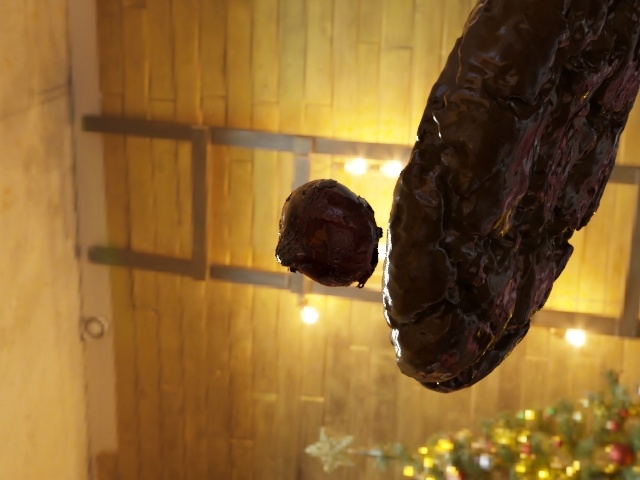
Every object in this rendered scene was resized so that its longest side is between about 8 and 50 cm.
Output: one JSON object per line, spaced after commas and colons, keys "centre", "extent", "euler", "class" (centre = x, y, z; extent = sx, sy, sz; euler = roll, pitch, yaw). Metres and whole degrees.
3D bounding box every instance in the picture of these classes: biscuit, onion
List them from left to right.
{"centre": [0.000, 0.000, 1.558], "extent": [0.147, 0.184, 0.184], "euler": [-34, -38, -30], "class": "onion"}
{"centre": [0.093, -0.034, 0.451], "extent": [0.226, 0.042, 0.226], "euler": [-46, -30, -37], "class": "biscuit"}
